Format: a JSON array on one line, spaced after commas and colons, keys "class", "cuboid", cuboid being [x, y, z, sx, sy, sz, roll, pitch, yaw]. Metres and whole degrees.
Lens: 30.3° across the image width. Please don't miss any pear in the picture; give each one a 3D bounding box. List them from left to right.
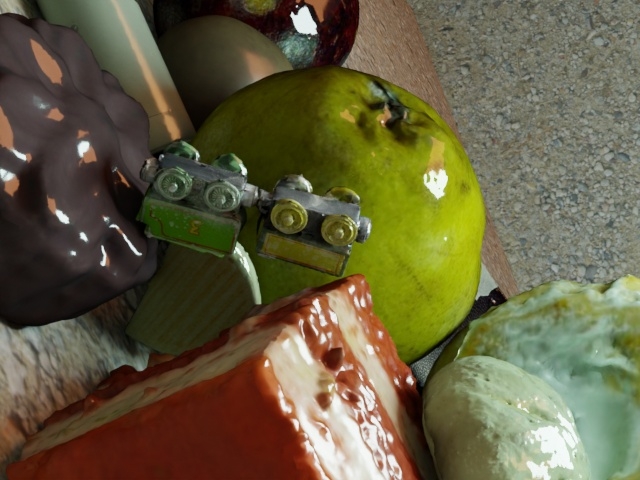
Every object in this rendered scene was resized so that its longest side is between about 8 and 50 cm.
[{"class": "pear", "cuboid": [0.000, 0.000, 1.272, 0.413, 0.352, 0.352, 117, -40, -56]}]

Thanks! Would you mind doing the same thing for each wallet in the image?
[{"class": "wallet", "cuboid": [0.202, 0.139, 1.957, 0.071, 0.262, 0.221, 13, -30, 49]}]

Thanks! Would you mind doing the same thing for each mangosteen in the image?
[{"class": "mangosteen", "cuboid": [-0.088, -0.303, 1.641, 0.311, 0.311, 0.311, 55, 19, -29]}]

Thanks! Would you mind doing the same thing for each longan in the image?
[{"class": "longan", "cuboid": [-0.121, -0.170, 1.445, 0.220, 0.196, 0.196, 91, -10, -49]}]

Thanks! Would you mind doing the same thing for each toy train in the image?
[{"class": "toy train", "cuboid": [-0.058, -0.022, 1.017, 0.060, 0.202, 0.081, -77, -176, -55]}]

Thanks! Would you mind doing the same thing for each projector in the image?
[{"class": "projector", "cuboid": [-0.250, -0.237, 1.329, 0.337, 0.108, 0.108, 66, 17, 4]}]

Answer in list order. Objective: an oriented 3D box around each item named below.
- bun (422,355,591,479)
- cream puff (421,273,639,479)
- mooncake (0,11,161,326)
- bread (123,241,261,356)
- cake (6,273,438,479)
[{"class": "bun", "cuboid": [0.168, 0.188, 1.018, 0.195, 0.118, 0.195, 56, 21, -35]}, {"class": "cream puff", "cuboid": [0.280, 0.234, 1.257, 0.275, 0.378, 0.378, 56, 14, -62]}, {"class": "mooncake", "cuboid": [-0.247, -0.069, 1.036, 0.283, 0.141, 0.283, 51, 21, -29]}, {"class": "bread", "cuboid": [-0.109, 0.054, 1.131, 0.112, 0.193, 0.036, 31, 43, -2]}, {"class": "cake", "cuboid": [-0.054, 0.205, 0.975, 0.270, 0.269, 0.319, 63, 15, -3]}]
